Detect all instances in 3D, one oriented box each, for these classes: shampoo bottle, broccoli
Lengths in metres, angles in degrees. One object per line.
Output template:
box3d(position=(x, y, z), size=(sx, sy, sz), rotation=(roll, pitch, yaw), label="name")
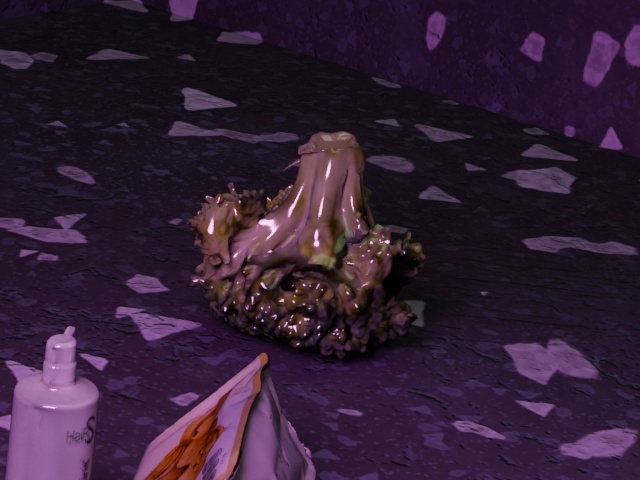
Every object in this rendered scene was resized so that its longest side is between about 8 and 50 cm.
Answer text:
box3d(position=(-0.263, 0.216, 1.756), size=(0.085, 0.262, 0.085), rotation=(7, 20, -3), label="shampoo bottle")
box3d(position=(0.010, -0.002, 2.421), size=(0.293, 0.280, 0.348), rotation=(16, 27, 23), label="broccoli")

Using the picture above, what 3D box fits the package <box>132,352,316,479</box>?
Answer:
box3d(position=(-0.099, 0.287, 1.848), size=(0.165, 0.221, 0.311), rotation=(48, 16, -9), label="package")
